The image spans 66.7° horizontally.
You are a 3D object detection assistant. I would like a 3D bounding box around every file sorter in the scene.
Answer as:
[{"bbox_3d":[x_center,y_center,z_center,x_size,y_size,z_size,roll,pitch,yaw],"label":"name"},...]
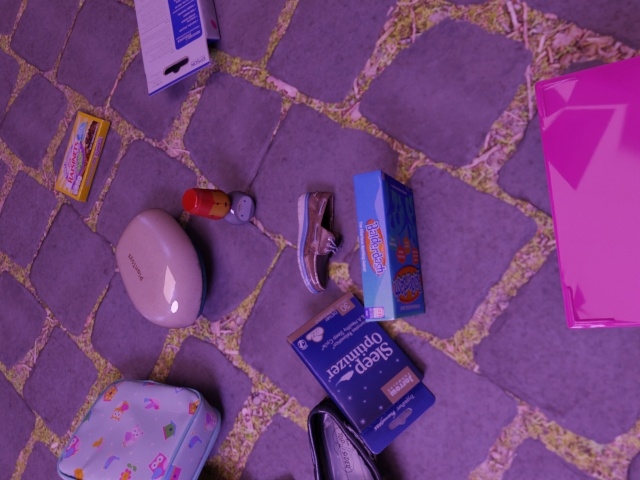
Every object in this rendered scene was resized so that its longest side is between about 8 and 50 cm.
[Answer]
[{"bbox_3d":[0.394,-0.050,0.590,0.202,0.182,0.291,-8,81,28],"label":"file sorter"}]

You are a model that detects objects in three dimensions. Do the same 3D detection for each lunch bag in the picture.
[{"bbox_3d":[-0.344,0.388,0.922,0.279,0.108,0.224,-3,48,28],"label":"lunch bag"}]

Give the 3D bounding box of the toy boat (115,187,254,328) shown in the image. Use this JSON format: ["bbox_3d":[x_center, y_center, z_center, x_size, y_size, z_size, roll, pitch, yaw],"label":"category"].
[{"bbox_3d":[-0.264,0.019,0.961,0.318,0.148,0.267,-46,62,25],"label":"toy boat"}]

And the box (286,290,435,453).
[{"bbox_3d":[0.066,0.205,0.782,0.136,0.036,0.225,-35,68,-18],"label":"box"}]

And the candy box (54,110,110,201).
[{"bbox_3d":[-0.588,-0.208,1.198,0.105,0.027,0.206,22,96,30],"label":"candy box"}]

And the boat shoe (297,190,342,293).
[{"bbox_3d":[0.000,0.000,0.855,0.066,0.066,0.183,-9,81,25],"label":"boat shoe"}]

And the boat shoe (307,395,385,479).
[{"bbox_3d":[0.055,0.406,0.743,0.127,0.113,0.340,-20,68,21],"label":"boat shoe"}]

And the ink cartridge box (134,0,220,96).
[{"bbox_3d":[-0.320,-0.504,1.065,0.175,0.069,0.371,-17,76,24],"label":"ink cartridge box"}]

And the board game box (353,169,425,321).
[{"bbox_3d":[0.109,0.013,0.745,0.047,0.160,0.210,-8,83,26],"label":"board game box"}]
